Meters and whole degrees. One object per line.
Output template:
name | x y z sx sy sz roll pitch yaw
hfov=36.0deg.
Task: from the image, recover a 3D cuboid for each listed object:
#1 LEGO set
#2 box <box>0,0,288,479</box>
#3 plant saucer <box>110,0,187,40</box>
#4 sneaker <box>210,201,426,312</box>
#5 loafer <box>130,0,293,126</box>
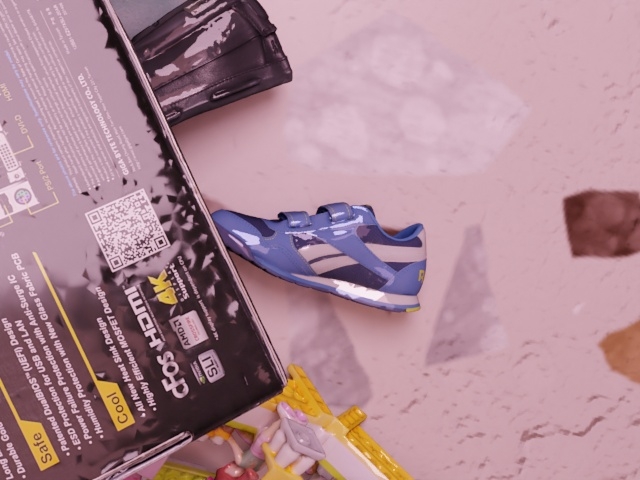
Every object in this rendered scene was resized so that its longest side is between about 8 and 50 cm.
LEGO set | -0.017 0.158 0.583 0.287 0.132 0.107 35 103 -22
box | -0.195 -0.024 0.403 0.257 0.079 0.322 -26 92 -17
plant saucer | -0.118 -0.209 0.574 0.195 0.037 0.195 -1 96 -7
sneaker | 0.000 0.000 0.600 0.144 0.053 0.059 16 94 -17
loafer | -0.118 -0.062 0.566 0.223 0.076 0.078 -34 104 0
